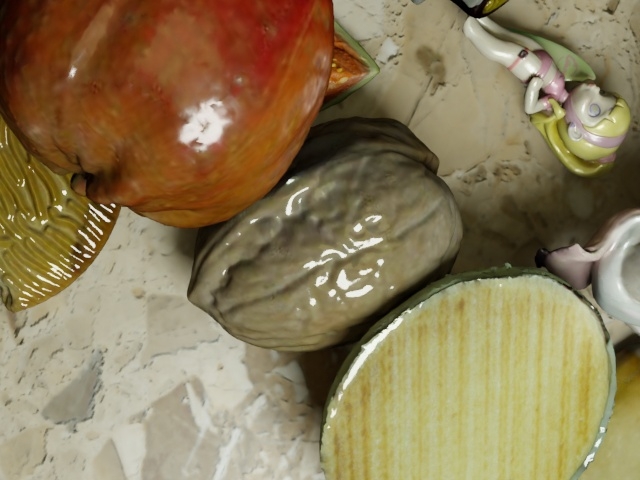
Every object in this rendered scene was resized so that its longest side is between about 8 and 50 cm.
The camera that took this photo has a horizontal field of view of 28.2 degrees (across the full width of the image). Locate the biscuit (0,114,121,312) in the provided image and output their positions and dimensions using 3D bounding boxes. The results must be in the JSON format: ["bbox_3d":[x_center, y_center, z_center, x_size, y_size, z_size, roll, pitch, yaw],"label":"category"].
[{"bbox_3d":[-0.244,-0.070,1.031,0.176,0.031,0.228,-30,98,-10],"label":"biscuit"}]

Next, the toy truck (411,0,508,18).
[{"bbox_3d":[0.207,-0.357,0.998,0.405,0.254,0.180,-38,83,-9],"label":"toy truck"}]

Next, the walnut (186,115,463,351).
[{"bbox_3d":[0.000,0.001,1.018,0.230,0.178,0.178,-24,97,-3],"label":"walnut"}]

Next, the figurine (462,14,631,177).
[{"bbox_3d":[0.192,-0.130,1.098,0.187,0.083,0.083,37,85,-10],"label":"figurine"}]

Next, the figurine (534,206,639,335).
[{"bbox_3d":[0.365,-0.066,1.040,0.211,0.253,0.361,40,80,3],"label":"figurine"}]

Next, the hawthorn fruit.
[{"bbox_3d":[-0.115,-0.141,0.921,0.258,0.258,0.262,4,98,-12],"label":"hawthorn fruit"}]

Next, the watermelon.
[{"bbox_3d":[-0.025,-0.131,1.042,0.125,0.094,0.135,36,87,-23],"label":"watermelon"}]

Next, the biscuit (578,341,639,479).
[{"bbox_3d":[0.259,0.259,1.133,0.291,0.062,0.237,-39,99,-6],"label":"biscuit"}]

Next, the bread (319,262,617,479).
[{"bbox_3d":[0.117,0.136,1.017,0.267,0.040,0.267,-9,116,-20],"label":"bread"}]
